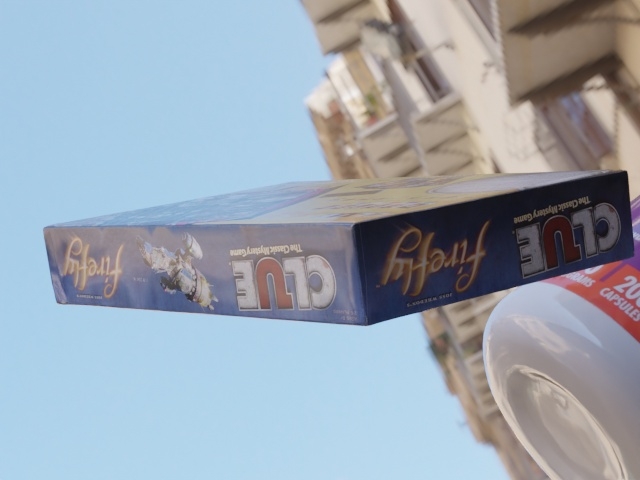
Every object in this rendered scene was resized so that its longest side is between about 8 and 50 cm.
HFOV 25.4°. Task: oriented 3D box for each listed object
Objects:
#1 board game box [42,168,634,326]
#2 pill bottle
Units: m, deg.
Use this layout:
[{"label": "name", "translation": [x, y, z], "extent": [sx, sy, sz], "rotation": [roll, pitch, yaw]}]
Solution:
[{"label": "board game box", "translation": [0.000, 0.000, 0.674], "extent": [0.165, 0.042, 0.243], "rotation": [-12, 8, -38]}, {"label": "pill bottle", "translation": [0.272, 0.032, 0.908], "extent": [0.323, 0.181, 0.181], "rotation": [-35, -28, -19]}]
